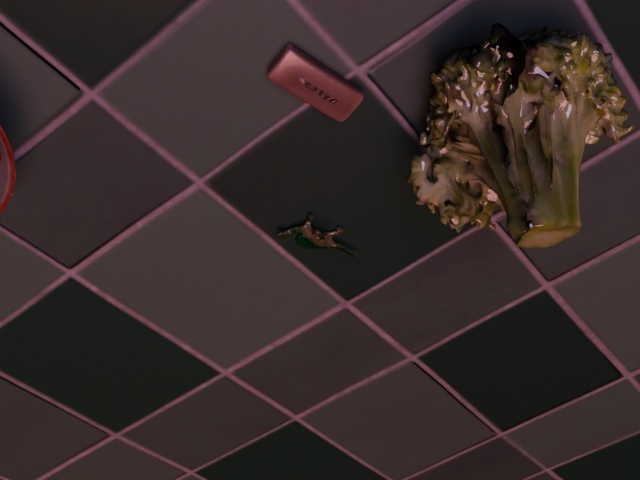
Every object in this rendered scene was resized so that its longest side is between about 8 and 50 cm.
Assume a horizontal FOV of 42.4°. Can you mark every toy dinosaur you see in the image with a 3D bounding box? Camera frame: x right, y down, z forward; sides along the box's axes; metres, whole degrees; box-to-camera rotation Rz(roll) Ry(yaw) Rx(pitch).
[{"bbox_3d":[-0.001,0.000,1.149,0.120,0.029,0.060,23,143,-33],"label":"toy dinosaur"}]

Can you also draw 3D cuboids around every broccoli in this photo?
[{"bbox_3d":[0.212,-0.104,0.917,0.263,0.243,0.247,-17,147,17],"label":"broccoli"}]

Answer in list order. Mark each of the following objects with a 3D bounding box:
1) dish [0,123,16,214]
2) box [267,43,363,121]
[{"bbox_3d":[-0.471,-0.119,0.935,0.260,0.085,0.260,-2,133,-2],"label":"dish"},{"bbox_3d":[-0.005,-0.183,0.968,0.115,0.025,0.048,28,126,-29],"label":"box"}]
